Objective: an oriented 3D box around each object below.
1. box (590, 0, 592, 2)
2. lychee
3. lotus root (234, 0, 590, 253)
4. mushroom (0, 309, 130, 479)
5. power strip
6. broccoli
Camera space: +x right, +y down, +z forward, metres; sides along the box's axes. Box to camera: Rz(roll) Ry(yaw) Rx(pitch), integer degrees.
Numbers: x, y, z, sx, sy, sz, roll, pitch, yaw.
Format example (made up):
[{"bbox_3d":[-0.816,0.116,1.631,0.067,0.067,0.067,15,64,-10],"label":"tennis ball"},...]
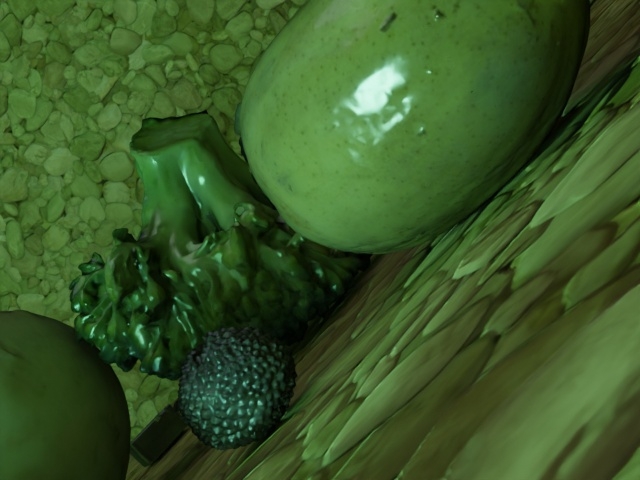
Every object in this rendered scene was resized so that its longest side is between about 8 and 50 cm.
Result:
[{"bbox_3d":[0.358,-0.324,1.316,0.167,0.024,0.090,-48,2,-41],"label":"box"},{"bbox_3d":[-0.052,0.089,0.541,0.083,0.068,0.067,-28,-36,18],"label":"lychee"},{"bbox_3d":[0.073,-0.111,0.540,0.310,0.183,0.183,-44,2,37],"label":"lotus root"},{"bbox_3d":[-0.358,0.198,0.814,0.314,0.336,0.315,10,-90,-73],"label":"mushroom"},{"bbox_3d":[-0.224,0.268,1.221,0.075,0.042,0.175,-46,0,-21],"label":"power strip"},{"bbox_3d":[-0.087,-0.005,0.834,0.247,0.246,0.288,-11,18,32],"label":"broccoli"}]
